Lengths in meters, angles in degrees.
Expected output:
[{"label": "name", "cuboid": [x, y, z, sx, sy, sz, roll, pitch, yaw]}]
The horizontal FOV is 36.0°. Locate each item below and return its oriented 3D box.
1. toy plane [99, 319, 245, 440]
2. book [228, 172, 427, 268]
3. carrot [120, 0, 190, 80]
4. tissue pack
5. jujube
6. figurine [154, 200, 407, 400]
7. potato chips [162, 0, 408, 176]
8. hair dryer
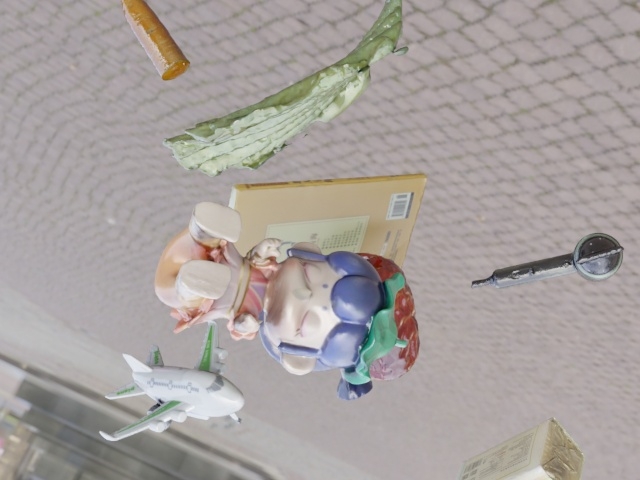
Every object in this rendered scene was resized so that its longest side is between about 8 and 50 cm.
[{"label": "toy plane", "cuboid": [-0.200, 0.223, 1.475, 0.255, 0.251, 0.101, 9, 136, 39]}, {"label": "book", "cuboid": [0.000, 0.000, 1.813, 0.388, 0.269, 0.032, -4, -142, -27]}, {"label": "carrot", "cuboid": [-0.235, -0.287, 1.353, 0.139, 0.048, 0.048, 56, 164, 6]}, {"label": "tissue pack", "cuboid": [0.370, 0.461, 1.871, 0.234, 0.159, 0.125, -36, 98, 32]}, {"label": "jujube", "cuboid": [0.068, 0.100, 1.253, 0.112, 0.109, 0.176, -117, 10, -59]}, {"label": "figurine", "cuboid": [-0.023, 0.036, 0.703, 0.195, 0.112, 0.102, 23, 158, -23]}, {"label": "potato chips", "cuboid": [-0.030, -0.211, 1.398, 0.097, 0.389, 0.373, 57, 164, -1]}, {"label": "hair dryer", "cuboid": [0.362, 0.048, 1.595, 0.248, 0.078, 0.195, -16, 173, 13]}]
